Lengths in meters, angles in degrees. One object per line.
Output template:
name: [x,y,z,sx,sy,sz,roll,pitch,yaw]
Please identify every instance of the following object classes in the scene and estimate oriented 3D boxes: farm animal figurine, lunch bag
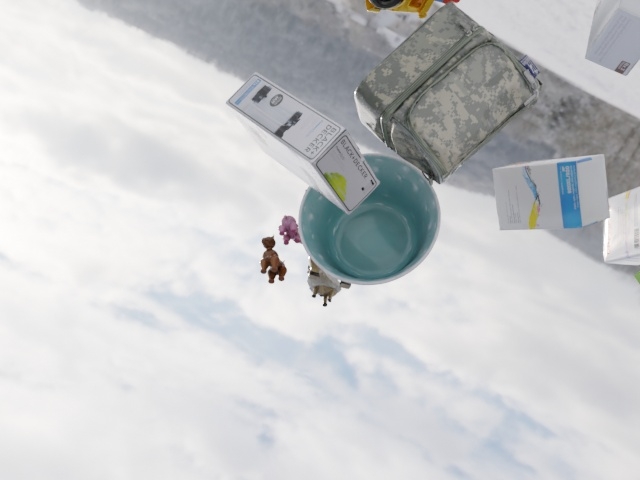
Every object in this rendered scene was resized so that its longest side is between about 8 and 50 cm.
farm animal figurine: [0.000,0.000,2.172,0.327,0.330,0.172,30,-138,-25]
lunch bag: [0.259,-0.288,1.591,0.256,0.305,0.212,47,175,15]

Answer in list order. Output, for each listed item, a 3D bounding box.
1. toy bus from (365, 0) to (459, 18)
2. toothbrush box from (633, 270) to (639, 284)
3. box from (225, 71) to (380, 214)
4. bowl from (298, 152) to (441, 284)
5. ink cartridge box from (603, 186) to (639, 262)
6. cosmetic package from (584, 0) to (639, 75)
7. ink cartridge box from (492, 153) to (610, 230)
toy bus: [0.211,-0.570,1.616,0.212,0.220,0.149,11,-124,-10]
toothbrush box: [0.873,0.078,1.706,0.122,0.283,0.206,-5,-122,-55]
box: [-0.036,-0.184,1.464,0.290,0.087,0.169,39,172,39]
bowl: [0.115,-0.024,1.774,0.312,0.311,0.163,32,167,18]
ink cartridge box: [0.943,-0.043,2.275,0.117,0.201,0.278,5,171,-8]
cosmetic package: [0.521,-0.401,1.320,0.086,0.117,0.231,24,-125,1]
ink cartridge box: [0.586,-0.121,1.998,0.233,0.168,0.171,-2,-171,43]
